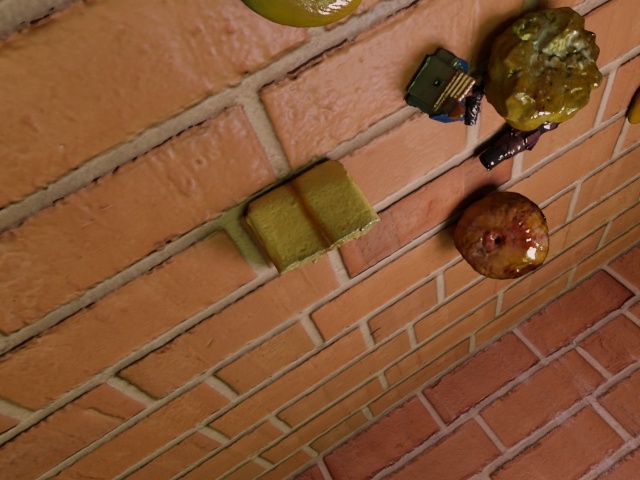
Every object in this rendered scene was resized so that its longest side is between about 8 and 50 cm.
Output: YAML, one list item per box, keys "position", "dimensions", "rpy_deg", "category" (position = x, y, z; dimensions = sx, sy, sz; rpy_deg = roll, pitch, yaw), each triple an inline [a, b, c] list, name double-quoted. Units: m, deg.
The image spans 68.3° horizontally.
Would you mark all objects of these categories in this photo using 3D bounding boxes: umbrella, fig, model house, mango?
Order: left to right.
- position: [-0.037, -0.404, 0.739]
  dimensions: [0.238, 0.091, 0.137]
  rpy_deg: [-14, 133, -18]
  category: "mango"
- position: [0.287, -0.319, 1.040]
  dimensions: [0.120, 0.148, 0.148]
  rpy_deg: [7, 127, -44]
  category: "model house"
- position: [0.385, -0.348, 1.177]
  dimensions: [0.040, 0.037, 0.143]
  rpy_deg: [-24, 144, -10]
  category: "umbrella"
- position: [0.610, -0.041, 1.561]
  dimensions: [0.369, 0.286, 0.286]
  rpy_deg: [-35, 156, -56]
  category: "fig"
- position: [0.593, -0.308, 1.346]
  dimensions: [0.326, 0.090, 0.094]
  rpy_deg: [-36, 147, 0]
  category: "umbrella"
- position: [1.107, -0.467, 1.588]
  dimensions: [0.111, 0.089, 0.163]
  rpy_deg: [-20, 152, -3]
  category: "mango"

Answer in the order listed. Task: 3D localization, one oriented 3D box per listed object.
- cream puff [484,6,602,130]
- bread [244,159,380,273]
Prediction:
- position: [0.506, -0.397, 1.112]
  dimensions: [0.282, 0.185, 0.281]
  rpy_deg: [-1, 99, -4]
  category: "cream puff"
- position: [-0.023, -0.042, 1.136]
  dimensions: [0.264, 0.198, 0.236]
  rpy_deg: [-28, 168, -4]
  category: "bread"
